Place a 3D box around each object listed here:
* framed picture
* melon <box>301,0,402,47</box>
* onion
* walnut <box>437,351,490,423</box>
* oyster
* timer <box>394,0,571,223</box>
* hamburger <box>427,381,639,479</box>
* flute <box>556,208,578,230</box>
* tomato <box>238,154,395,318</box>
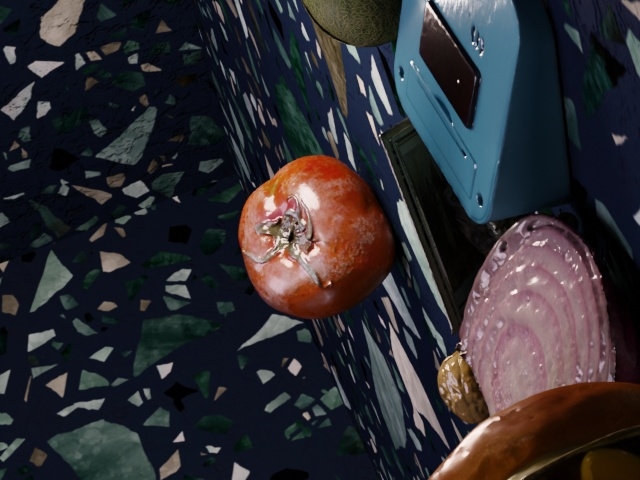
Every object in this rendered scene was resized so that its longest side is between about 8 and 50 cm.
[{"bbox_3d":[0.130,-0.031,2.074,0.274,0.017,0.217,-42,-69,-72],"label":"framed picture"},{"bbox_3d":[0.044,-0.264,1.935,0.192,0.139,0.139,77,170,-52],"label":"melon"},{"bbox_3d":[0.232,0.100,1.768,0.247,0.111,0.250,115,148,-45],"label":"onion"},{"bbox_3d":[0.185,0.179,2.440,0.096,0.083,0.079,69,-159,-13],"label":"walnut"},{"bbox_3d":[0.166,-0.033,2.014,0.125,0.064,0.177,58,170,37],"label":"oyster"},{"bbox_3d":[0.151,-0.171,1.774,0.250,0.091,0.232,92,159,-44],"label":"timer"},{"bbox_3d":[0.227,0.289,1.477,0.250,0.330,0.330,-130,20,-64],"label":"hamburger"},{"bbox_3d":[0.229,0.038,1.877,0.233,0.027,0.027,82,165,-60],"label":"flute"},{"bbox_3d":[-0.003,0.002,2.825,0.189,0.232,0.232,8,-128,-53],"label":"tomato"}]
